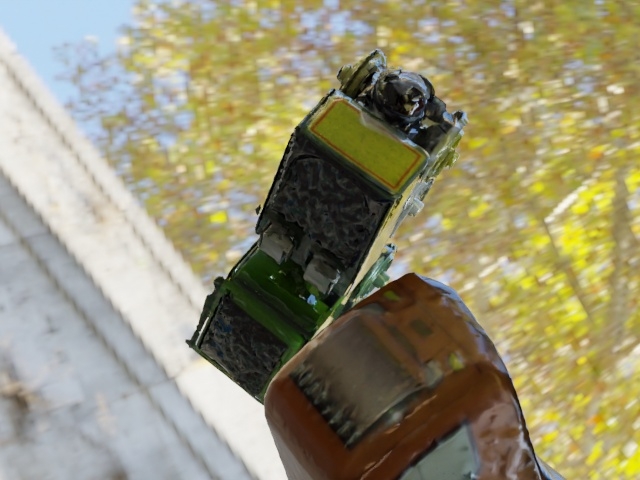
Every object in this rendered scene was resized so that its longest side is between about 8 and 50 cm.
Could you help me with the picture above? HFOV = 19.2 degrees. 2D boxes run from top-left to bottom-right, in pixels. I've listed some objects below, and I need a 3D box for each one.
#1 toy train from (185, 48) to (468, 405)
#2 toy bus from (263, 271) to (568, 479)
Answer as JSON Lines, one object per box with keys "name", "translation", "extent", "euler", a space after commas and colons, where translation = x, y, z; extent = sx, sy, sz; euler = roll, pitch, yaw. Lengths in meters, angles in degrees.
{"name": "toy train", "translation": [0.000, 0.000, 0.784], "extent": [0.060, 0.081, 0.202], "euler": [37, -32, 7]}
{"name": "toy bus", "translation": [0.078, 0.201, 0.763], "extent": [0.092, 0.093, 0.408], "euler": [-26, -58, -12]}
